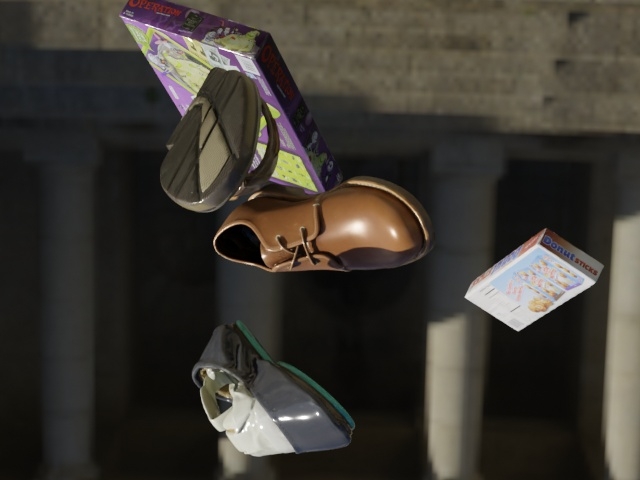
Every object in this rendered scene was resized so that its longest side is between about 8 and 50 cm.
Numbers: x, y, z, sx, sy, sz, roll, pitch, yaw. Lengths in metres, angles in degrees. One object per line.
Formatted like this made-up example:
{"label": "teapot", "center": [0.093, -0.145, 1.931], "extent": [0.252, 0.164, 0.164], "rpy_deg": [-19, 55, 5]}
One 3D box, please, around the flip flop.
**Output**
{"label": "flip flop", "center": [-0.075, -0.079, 1.416], "extent": [0.080, 0.112, 0.277], "rpy_deg": [36, -176, -12]}

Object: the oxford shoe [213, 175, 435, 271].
{"label": "oxford shoe", "center": [0.000, 0.000, 1.288], "extent": [0.076, 0.076, 0.212], "rpy_deg": [-34, -160, -36]}

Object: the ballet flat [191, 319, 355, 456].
{"label": "ballet flat", "center": [-0.042, 0.114, 1.192], "extent": [0.074, 0.074, 0.203], "rpy_deg": [-4, -165, -23]}

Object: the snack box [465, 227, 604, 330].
{"label": "snack box", "center": [0.194, 0.039, 1.569], "extent": [0.064, 0.022, 0.178], "rpy_deg": [33, 157, -5]}

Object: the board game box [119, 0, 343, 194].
{"label": "board game box", "center": [-0.109, -0.182, 2.209], "extent": [0.208, 0.056, 0.347], "rpy_deg": [16, 158, 24]}
